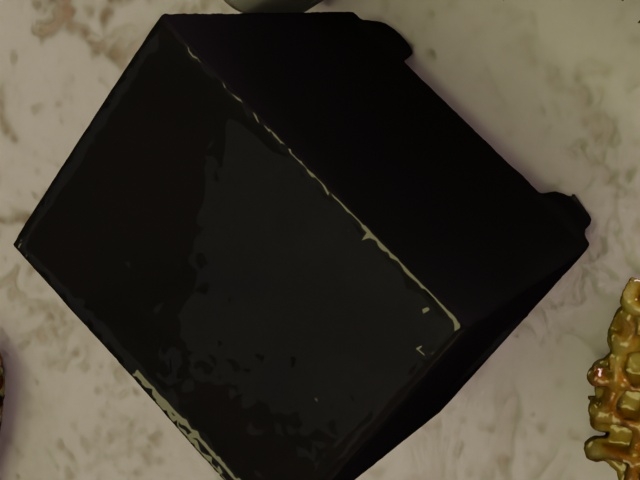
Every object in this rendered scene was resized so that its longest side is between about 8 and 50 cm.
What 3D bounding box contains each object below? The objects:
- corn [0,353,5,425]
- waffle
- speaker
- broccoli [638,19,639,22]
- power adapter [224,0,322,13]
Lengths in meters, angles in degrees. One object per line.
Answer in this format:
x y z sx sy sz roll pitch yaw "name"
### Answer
-0.332 0.205 1.034 0.092 0.092 0.280 22 111 23 "corn"
0.248 0.097 0.723 0.191 0.038 0.191 7 104 28 "waffle"
0.000 0.000 0.715 0.232 0.254 0.184 46 117 13 "speaker"
0.221 -0.168 0.572 0.308 0.308 0.275 26 149 22 "broccoli"
0.022 -0.241 0.725 0.205 0.125 0.130 -25 87 29 "power adapter"
